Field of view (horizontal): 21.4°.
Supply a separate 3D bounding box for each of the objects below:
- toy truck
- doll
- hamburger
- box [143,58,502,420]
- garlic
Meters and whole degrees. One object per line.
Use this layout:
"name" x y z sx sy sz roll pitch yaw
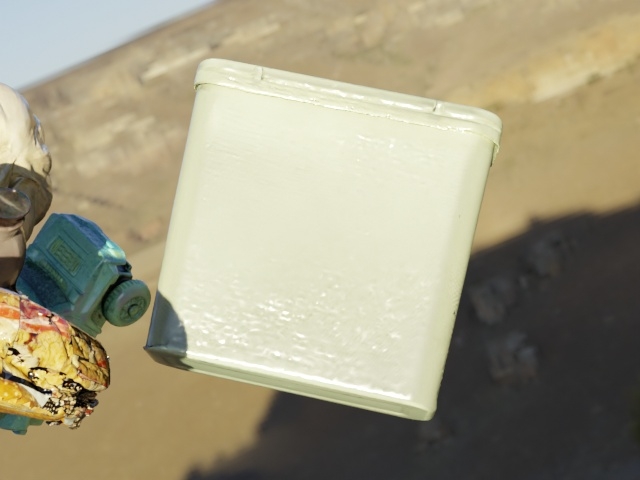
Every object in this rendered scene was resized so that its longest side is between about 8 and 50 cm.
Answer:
"toy truck" -0.351 0.107 2.161 0.156 0.155 0.279 12 -65 -54
"doll" -0.392 0.027 1.795 0.117 0.182 0.257 -46 -11 -45
"hamburger" -0.292 0.090 1.454 0.231 0.231 0.107 -10 55 64
"box" 0.000 0.000 1.917 0.352 0.344 0.177 12 -12 3
"garlic" -0.401 -0.080 1.943 0.152 0.228 0.228 -8 15 43
